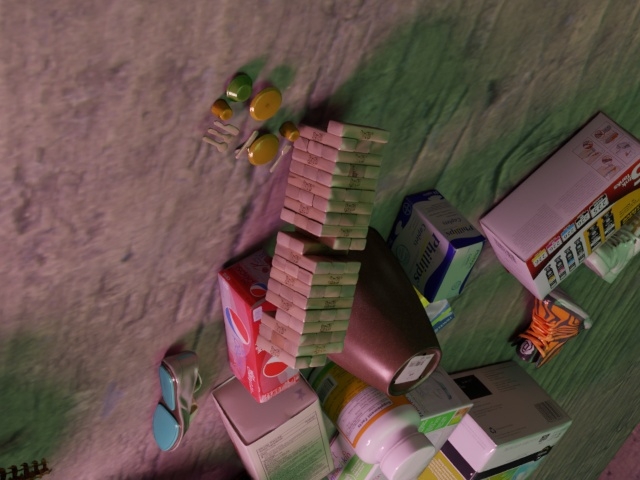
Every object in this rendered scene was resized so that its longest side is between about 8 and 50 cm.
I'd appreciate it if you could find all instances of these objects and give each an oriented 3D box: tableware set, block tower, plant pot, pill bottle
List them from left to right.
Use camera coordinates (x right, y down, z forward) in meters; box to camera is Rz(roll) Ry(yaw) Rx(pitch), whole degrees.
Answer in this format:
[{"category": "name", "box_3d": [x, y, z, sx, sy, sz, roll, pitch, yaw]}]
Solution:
[{"category": "tableware set", "box_3d": [-0.082, -0.150, 1.182, 0.104, 0.024, 0.154, -53, 145, 12]}, {"category": "block tower", "box_3d": [0.000, 0.000, 1.278, 0.091, 0.097, 0.335, 1, 107, -43]}, {"category": "plant pot", "box_3d": [0.081, 0.129, 1.484, 0.215, 0.230, 0.215, -27, 144, -22]}, {"category": "pill bottle", "box_3d": [0.096, 0.320, 1.709, 0.136, 0.245, 0.136, -27, 145, -21]}]

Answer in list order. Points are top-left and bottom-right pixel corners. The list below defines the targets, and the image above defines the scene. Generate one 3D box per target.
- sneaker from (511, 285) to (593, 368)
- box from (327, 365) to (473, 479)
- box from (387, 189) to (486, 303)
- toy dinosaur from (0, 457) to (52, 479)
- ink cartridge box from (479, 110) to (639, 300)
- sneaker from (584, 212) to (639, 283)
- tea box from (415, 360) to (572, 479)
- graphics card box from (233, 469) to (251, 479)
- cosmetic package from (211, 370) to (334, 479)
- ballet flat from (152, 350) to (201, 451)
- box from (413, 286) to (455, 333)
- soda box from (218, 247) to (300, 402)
[{"category": "sneaker", "box_3d": [0.516, 0.203, 2.124, 0.180, 0.124, 0.321, -46, 147, 5]}, {"category": "box", "box_3d": [0.159, 0.411, 1.998, 0.231, 0.127, 0.262, -4, 133, -47]}, {"category": "box", "box_3d": [0.186, 0.009, 1.539, 0.072, 0.137, 0.126, -14, 138, -35]}, {"category": "toy dinosaur", "box_3d": [-0.519, 0.325, 1.209, 0.322, 0.164, 0.218, -33, 166, -48]}, {"category": "ink cartridge box", "box_3d": [0.486, -0.048, 1.795, 0.309, 0.130, 0.272, -42, 149, 0]}, {"category": "sneaker", "box_3d": [0.641, -0.005, 2.041, 0.169, 0.108, 0.292, -51, 156, 11]}, {"category": "tea box", "box_3d": [0.357, 0.487, 2.201, 0.329, 0.220, 0.323, -3, 132, -44]}, {"category": "graphics card box", "box_3d": [-0.199, 0.560, 1.656, 0.233, 0.094, 0.371, -42, 180, 1]}, {"category": "cosmetic package", "box_3d": [-0.079, 0.343, 1.663, 0.153, 0.129, 0.296, -30, 146, -16]}, {"category": "ballet flat", "box_3d": [-0.220, 0.255, 1.466, 0.068, 0.072, 0.213, -24, 143, -33]}, {"category": "box", "box_3d": [0.195, 0.143, 1.795, 0.109, 0.042, 0.178, -40, 147, -3]}, {"category": "soda box", "box_3d": [-0.092, 0.138, 1.439, 0.083, 0.092, 0.263, -30, 145, -24]}]
